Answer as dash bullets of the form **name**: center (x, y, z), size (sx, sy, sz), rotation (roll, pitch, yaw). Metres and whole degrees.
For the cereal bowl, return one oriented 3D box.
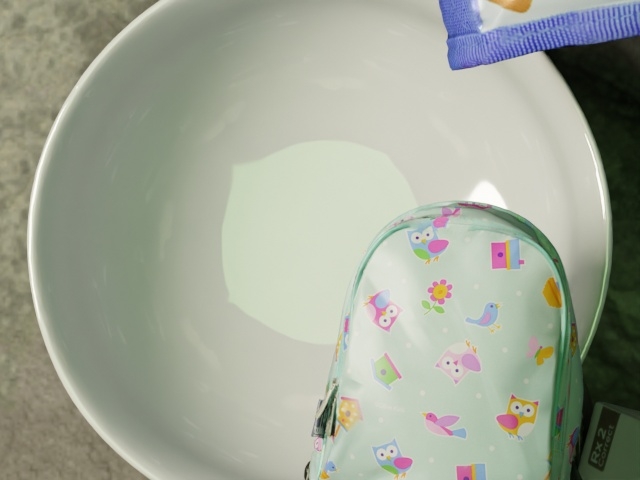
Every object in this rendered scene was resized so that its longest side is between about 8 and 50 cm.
- **cereal bowl**: center (0.000, 0.000, 0.615), size (0.338, 0.141, 0.339), rotation (0, 88, 4)

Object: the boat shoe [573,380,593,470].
- **boat shoe**: center (0.085, 0.227, 0.622), size (0.112, 0.095, 0.335), rotation (29, 90, 5)

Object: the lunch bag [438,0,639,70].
- **lunch bag**: center (0.214, -0.273, 0.465), size (0.385, 0.239, 0.328), rotation (-14, 100, -7)

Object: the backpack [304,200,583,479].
- **backpack**: center (0.069, 0.073, 0.480), size (0.151, 0.115, 0.182), rotation (8, 85, 7)

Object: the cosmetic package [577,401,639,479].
- **cosmetic package**: center (0.253, 0.198, 0.557), size (0.183, 0.151, 0.151), rotation (15, 89, -15)
